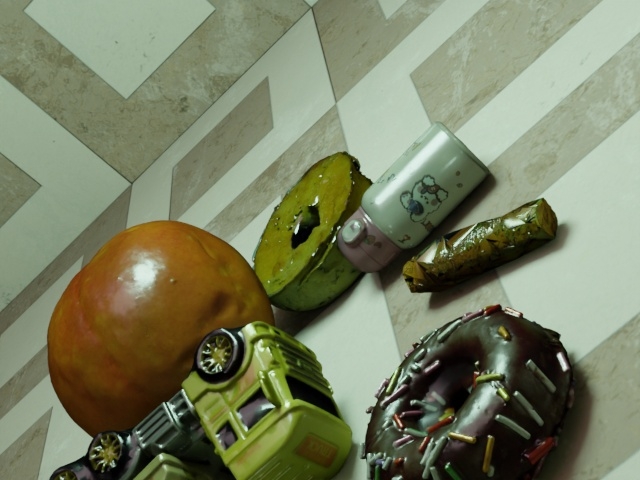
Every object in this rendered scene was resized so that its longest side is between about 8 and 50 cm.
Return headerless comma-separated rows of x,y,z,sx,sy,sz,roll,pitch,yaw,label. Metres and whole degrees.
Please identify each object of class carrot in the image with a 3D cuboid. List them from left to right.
0.202,0.010,1.489,0.229,0.069,0.069,-27,31,38,carrot

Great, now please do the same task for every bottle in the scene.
0.123,-0.053,1.672,0.233,0.110,0.110,-45,23,8,bottle

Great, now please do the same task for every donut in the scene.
0.000,0.000,1.834,0.272,0.107,0.272,-44,24,25,donut
0.151,0.182,1.257,0.270,0.103,0.269,-41,23,22,donut

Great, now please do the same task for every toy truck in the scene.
-0.150,0.304,1.478,0.405,0.181,0.254,-43,53,9,toy truck

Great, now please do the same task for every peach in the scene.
-0.241,0.139,1.721,0.343,0.301,0.343,-36,-16,-12,peach
